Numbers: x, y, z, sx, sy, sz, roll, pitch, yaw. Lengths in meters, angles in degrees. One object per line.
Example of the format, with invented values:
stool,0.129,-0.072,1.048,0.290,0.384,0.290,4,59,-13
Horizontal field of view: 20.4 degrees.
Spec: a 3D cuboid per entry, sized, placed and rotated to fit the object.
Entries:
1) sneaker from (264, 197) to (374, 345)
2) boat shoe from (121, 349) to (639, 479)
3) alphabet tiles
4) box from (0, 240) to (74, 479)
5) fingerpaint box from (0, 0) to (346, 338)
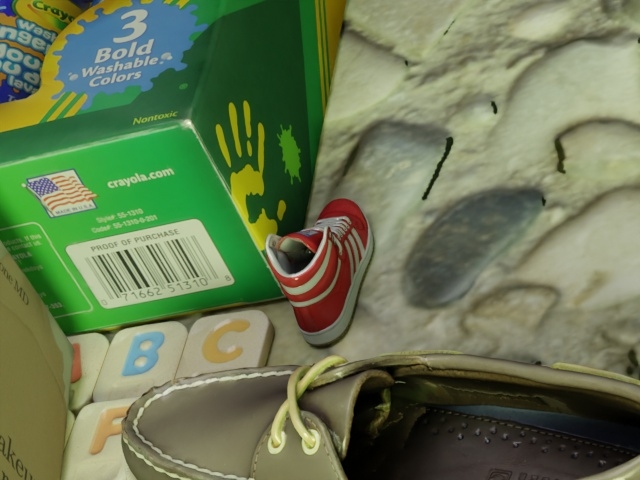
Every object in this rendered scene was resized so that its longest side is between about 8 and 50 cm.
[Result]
sneaker,0.000,0.000,1.078,0.042,0.067,0.118,-11,40,19
boat shoe,0.034,0.103,0.890,0.324,0.096,0.116,6,49,28
alphabet tiles,-0.129,0.147,1.022,0.284,0.021,0.278,-9,40,23
box,-0.226,0.140,0.957,0.121,0.148,0.311,-17,42,13
fingerpaint box,-0.227,-0.102,1.256,0.445,0.163,0.371,-11,40,20
